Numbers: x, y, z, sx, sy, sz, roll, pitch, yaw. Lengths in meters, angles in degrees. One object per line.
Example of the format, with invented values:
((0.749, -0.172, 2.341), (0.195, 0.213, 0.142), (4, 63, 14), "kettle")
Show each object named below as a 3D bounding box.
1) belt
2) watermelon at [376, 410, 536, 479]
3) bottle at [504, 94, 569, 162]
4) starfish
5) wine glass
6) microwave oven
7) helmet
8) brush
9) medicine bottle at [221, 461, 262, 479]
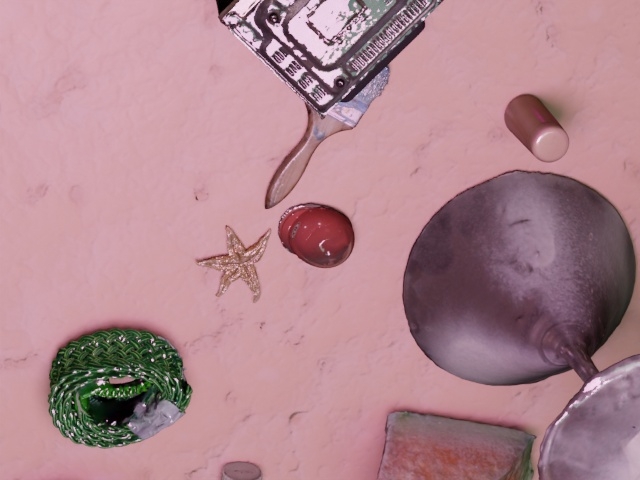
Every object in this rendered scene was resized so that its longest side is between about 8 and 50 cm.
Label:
((-0.212, 0.150, 1.792), (0.151, 0.079, 0.121), (-11, 126, 6), "belt")
((0.110, 0.339, 1.882), (0.151, 0.302, 0.264), (18, 115, 21), "watermelon")
((0.223, -0.114, 1.749), (0.045, 0.096, 0.045), (-5, 116, -10), "bottle")
((-0.082, 0.025, 1.793), (0.086, 0.016, 0.092), (-27, 111, 3), "starfish")
((0.256, 0.114, 1.691), (0.267, 0.406, 0.267), (-4, 112, -11), "wine glass")
((0.022, -0.242, 1.623), (0.163, 0.129, 0.205), (43, 100, -14), "microwave oven")
((-0.001, 0.000, 1.779), (0.084, 0.049, 0.065), (14, 111, -18), "helmet")
((-0.003, -0.111, 1.748), (0.070, 0.021, 0.196), (28, 108, -22), "brush")
((-0.091, 0.293, 1.893), (0.047, 0.047, 0.083), (3, 114, -13), "medicine bottle")
